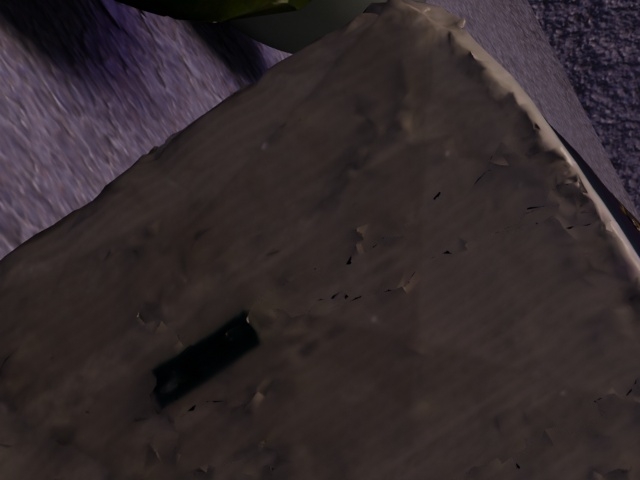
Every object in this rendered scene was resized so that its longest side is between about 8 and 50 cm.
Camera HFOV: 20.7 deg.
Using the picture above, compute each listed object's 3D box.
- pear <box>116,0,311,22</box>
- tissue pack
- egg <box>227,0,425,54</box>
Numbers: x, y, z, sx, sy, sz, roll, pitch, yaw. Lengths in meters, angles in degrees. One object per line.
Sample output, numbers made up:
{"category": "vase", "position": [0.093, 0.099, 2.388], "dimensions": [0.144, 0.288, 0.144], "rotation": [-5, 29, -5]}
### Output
{"category": "pear", "position": [-0.097, -0.331, 1.017], "dimensions": [0.399, 0.165, 0.399], "rotation": [24, 41, -23]}
{"category": "tissue pack", "position": [0.064, 0.116, 0.732], "dimensions": [0.253, 0.264, 0.416], "rotation": [60, 13, 25]}
{"category": "egg", "position": [-0.023, -0.257, 1.308], "dimensions": [0.283, 0.203, 0.203], "rotation": [44, 20, -33]}
